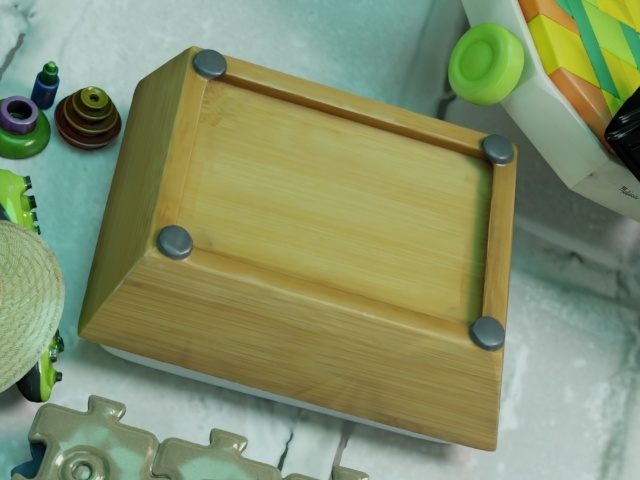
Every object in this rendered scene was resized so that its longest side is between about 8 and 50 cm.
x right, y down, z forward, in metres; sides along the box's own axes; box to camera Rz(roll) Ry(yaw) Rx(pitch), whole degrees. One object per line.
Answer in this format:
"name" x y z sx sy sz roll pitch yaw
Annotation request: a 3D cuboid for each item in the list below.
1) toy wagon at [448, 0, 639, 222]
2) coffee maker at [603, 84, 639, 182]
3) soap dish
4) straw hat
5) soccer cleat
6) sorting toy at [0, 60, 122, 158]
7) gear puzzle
"toy wagon" 0.178 -0.170 1.467 0.267 0.068 0.344 22 43 -43
"coffee maker" 0.285 -0.037 1.298 0.178 0.120 0.171 51 19 -11
"soap dish" 0.000 0.000 1.322 0.291 0.118 0.229 16 51 -9
"straw hat" -0.237 0.033 1.207 0.144 0.061 0.144 -8 59 13
"soccer cleat" -0.211 0.032 1.269 0.072 0.060 0.179 -12 57 -7
"sorting toy" -0.189 -0.094 1.374 0.102 0.042 0.061 -5 57 -22
"gear puzzle" -0.035 0.213 1.178 0.339 0.044 0.175 16 58 1
